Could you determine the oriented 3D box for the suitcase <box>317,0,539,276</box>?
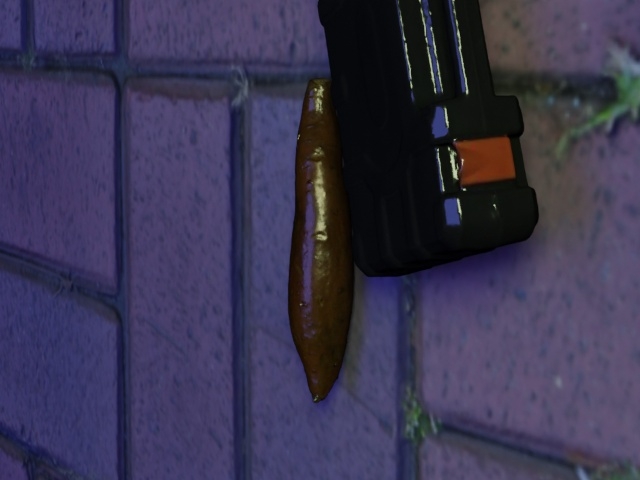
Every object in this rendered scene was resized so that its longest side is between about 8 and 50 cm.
[{"bbox_3d":[0.062,-0.124,0.893,0.206,0.066,0.286,155,107,-71],"label":"suitcase"}]

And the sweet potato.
[{"bbox_3d":[0.001,0.000,1.048,0.057,0.057,0.265,5,94,54],"label":"sweet potato"}]
